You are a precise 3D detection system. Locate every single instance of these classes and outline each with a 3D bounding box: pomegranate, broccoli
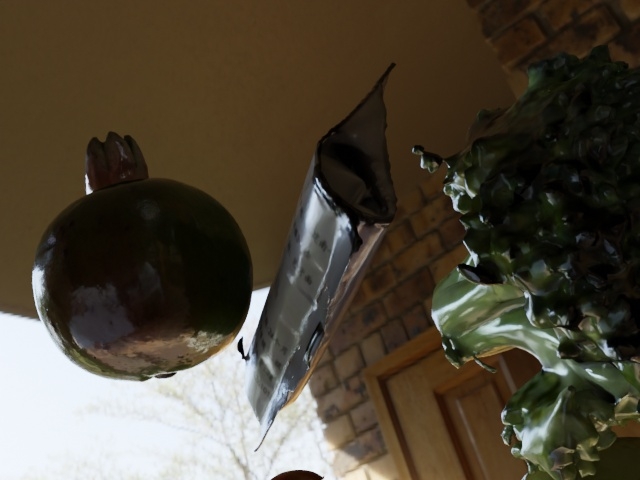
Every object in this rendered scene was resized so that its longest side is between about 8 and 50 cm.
[{"bbox_3d":[-0.145,0.009,0.703,0.180,0.209,0.180,-13,-16,-4],"label":"pomegranate"},{"bbox_3d":[0.210,0.010,0.724,0.281,0.293,0.348,-35,-8,34],"label":"broccoli"}]

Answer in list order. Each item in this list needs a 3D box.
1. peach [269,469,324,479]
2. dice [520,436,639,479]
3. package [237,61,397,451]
[{"bbox_3d":[-0.040,0.306,1.035,0.098,0.061,0.098,-55,-4,-5],"label":"peach"},{"bbox_3d":[0.328,0.353,0.875,0.238,0.226,0.233,-2,-50,-6],"label":"dice"},{"bbox_3d":[0.000,0.000,0.644,0.062,0.250,0.203,20,-53,-4],"label":"package"}]
